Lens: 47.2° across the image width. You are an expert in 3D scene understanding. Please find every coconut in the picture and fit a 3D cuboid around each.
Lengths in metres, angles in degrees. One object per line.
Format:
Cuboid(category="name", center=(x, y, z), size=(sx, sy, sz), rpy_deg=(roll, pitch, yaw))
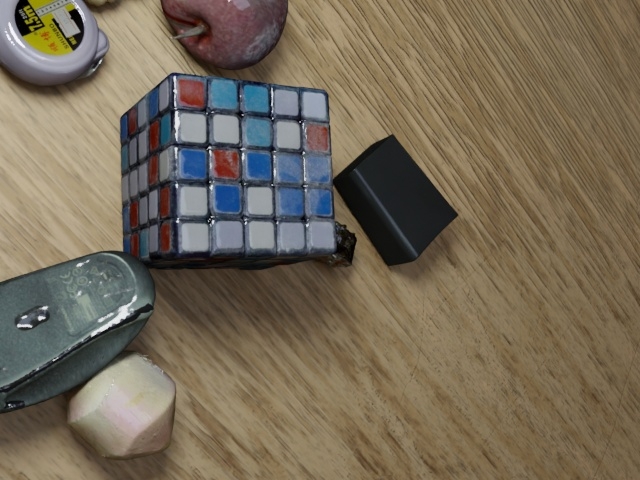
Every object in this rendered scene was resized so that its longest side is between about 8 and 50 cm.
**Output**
Cuboid(category="coconut", center=(-0.312, 0.274, 1.198), size=(0.183, 0.171, 0.171), rpy_deg=(43, 65, -16))

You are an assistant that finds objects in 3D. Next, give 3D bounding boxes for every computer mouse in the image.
Cuboid(category="computer mouse", center=(-0.431, 0.144, 1.130), size=(0.374, 0.114, 0.203), rpy_deg=(-24, 65, -18))

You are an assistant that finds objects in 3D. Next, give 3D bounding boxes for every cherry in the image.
Cuboid(category="cherry", center=(-0.173, -0.431, 1.334), size=(0.285, 0.213, 0.236), rpy_deg=(-48, 124, -37))

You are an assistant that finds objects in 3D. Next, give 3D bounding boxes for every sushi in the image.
Cuboid(category="sushi", center=(0.000, 0.000, 1.456), size=(0.150, 0.090, 0.078), rpy_deg=(27, 68, -24))

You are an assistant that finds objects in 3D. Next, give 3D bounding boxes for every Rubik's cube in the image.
Cuboid(category="Rubik's cube", center=(-0.166, -0.099, 1.255), size=(0.287, 0.292, 0.293), rpy_deg=(1, 86, -30))

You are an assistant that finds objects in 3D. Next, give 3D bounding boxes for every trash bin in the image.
Cuboid(category="trash bin", center=(0.153, -0.086, 1.549), size=(0.165, 0.115, 0.225), rpy_deg=(-43, 102, -26))

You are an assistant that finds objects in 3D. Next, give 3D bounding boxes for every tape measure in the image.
Cuboid(category="tape measure", center=(-0.467, -0.350, 1.218), size=(0.178, 0.105, 0.196), rpy_deg=(-38, 105, -36))

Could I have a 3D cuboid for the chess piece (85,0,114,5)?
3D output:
Cuboid(category="chess piece", center=(-0.292, -0.559, 1.342), size=(0.117, 0.117, 0.397), rpy_deg=(48, 66, -17))
